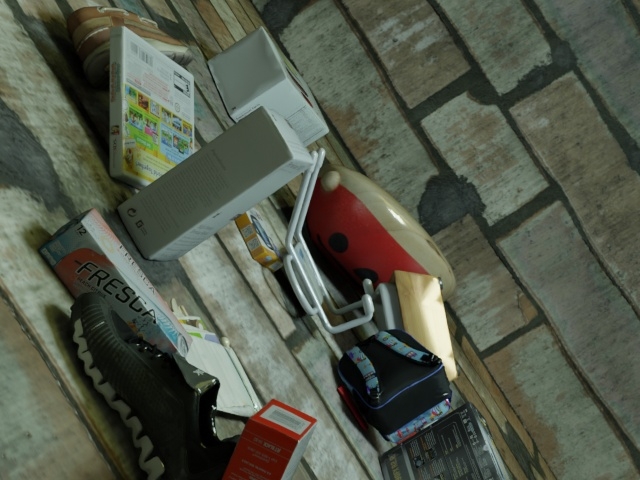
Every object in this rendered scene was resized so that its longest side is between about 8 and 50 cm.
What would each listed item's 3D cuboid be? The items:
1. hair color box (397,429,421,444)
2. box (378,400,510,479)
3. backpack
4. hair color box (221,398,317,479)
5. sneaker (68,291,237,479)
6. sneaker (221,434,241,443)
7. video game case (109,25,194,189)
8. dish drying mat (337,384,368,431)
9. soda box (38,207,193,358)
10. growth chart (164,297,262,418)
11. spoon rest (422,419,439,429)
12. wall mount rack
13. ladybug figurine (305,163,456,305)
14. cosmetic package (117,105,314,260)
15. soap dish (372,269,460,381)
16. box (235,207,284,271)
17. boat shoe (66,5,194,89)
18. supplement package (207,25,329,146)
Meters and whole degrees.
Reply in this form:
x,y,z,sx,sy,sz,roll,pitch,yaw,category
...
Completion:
x,y,z,sx,sy,sz,roll,pitch,yaw,category
0.132,0.316,2.031,0.141,0.043,0.072,48,15,-40,hair color box
0.198,0.380,1.760,0.056,0.183,0.231,50,12,-29,box
0.119,0.234,1.911,0.173,0.158,0.117,40,-23,55,backpack
-0.065,0.235,1.031,0.053,0.167,0.093,24,6,8,hair color box
-0.152,0.139,1.085,0.234,0.106,0.078,59,10,12,sneaker
-0.003,0.319,1.140,0.122,0.146,0.330,41,18,-52,sneaker
-0.234,-0.166,1.592,0.227,0.026,0.206,28,58,-70,video game case
0.054,0.279,1.883,0.083,0.008,0.032,58,10,3,dish drying mat
-0.212,0.058,1.184,0.183,0.058,0.063,54,11,-12,soda box
-0.138,0.147,1.360,0.172,0.021,0.237,62,11,26,growth chart
0.251,0.432,2.112,0.276,0.084,0.137,52,10,-33,spoon rest
0.000,0.000,2.012,0.350,0.131,0.304,-64,131,-84,wall mount rack
0.110,0.014,2.366,0.305,0.162,0.449,28,-15,50,ladybug figurine
-0.131,-0.070,1.447,0.085,0.231,0.117,59,11,7,cosmetic package
0.176,0.180,2.125,0.291,0.118,0.228,84,-4,-81,soap dish
-0.113,-0.017,1.939,0.081,0.028,0.136,38,24,-61,box
-0.288,-0.300,1.731,0.116,0.123,0.324,56,9,3,boat shoe
-0.114,-0.316,2.481,0.203,0.149,0.194,46,15,-50,supplement package
